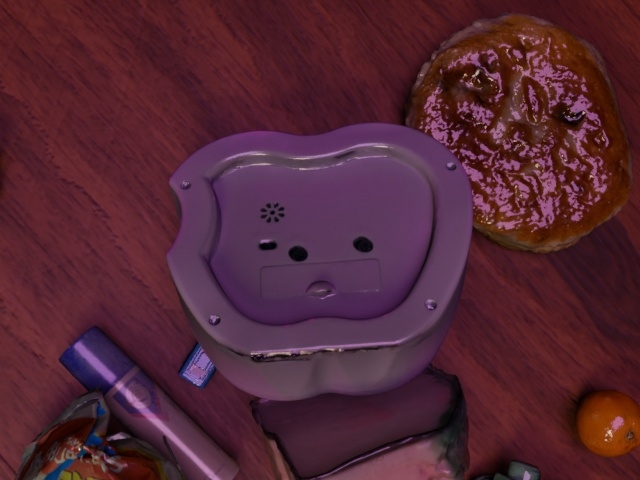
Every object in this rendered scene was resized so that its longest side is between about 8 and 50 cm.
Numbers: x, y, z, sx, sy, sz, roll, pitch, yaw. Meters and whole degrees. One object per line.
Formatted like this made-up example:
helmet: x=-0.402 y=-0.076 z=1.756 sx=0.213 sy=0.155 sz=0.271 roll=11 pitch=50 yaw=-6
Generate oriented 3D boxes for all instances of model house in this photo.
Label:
model house: x=0.064 y=0.273 z=0.742 sx=0.202 sy=0.237 sz=0.237 roll=-17 pitch=101 yaw=-17

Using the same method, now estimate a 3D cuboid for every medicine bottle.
medicine bottle: x=-0.192 y=0.196 z=0.794 sx=0.231 sy=0.059 sz=0.059 roll=45 pitch=79 yaw=-2

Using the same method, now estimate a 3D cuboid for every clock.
clock: x=0.000 y=0.000 z=0.757 sx=0.339 sy=0.102 sz=0.338 roll=-1 pitch=56 yaw=2

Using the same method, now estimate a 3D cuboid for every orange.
orange: x=0.355 y=0.225 z=0.863 sx=0.084 sy=0.083 sz=0.083 roll=1 pitch=83 yaw=-8

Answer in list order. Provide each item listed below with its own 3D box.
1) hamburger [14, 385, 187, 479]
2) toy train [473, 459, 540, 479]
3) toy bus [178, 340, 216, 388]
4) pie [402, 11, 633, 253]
hamburger: x=-0.209 y=0.313 z=0.723 sx=0.260 sy=0.150 sz=0.276 roll=28 pitch=102 yaw=18
toy train: x=0.235 y=0.393 z=0.823 sx=0.157 sy=0.105 sz=0.253 roll=22 pitch=80 yaw=-20
toy bus: x=-0.129 y=0.128 z=0.818 sx=0.038 sy=0.046 sz=0.083 roll=32 pitch=81 yaw=-4
pie: x=0.251 y=-0.138 z=0.887 sx=0.315 sy=0.092 sz=0.315 roll=1 pitch=85 yaw=-8
